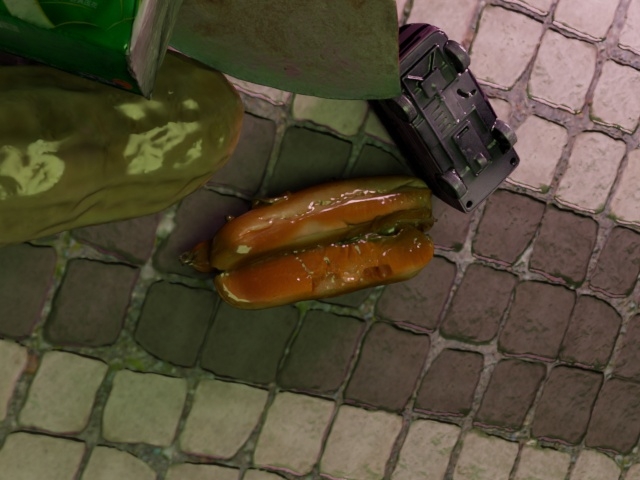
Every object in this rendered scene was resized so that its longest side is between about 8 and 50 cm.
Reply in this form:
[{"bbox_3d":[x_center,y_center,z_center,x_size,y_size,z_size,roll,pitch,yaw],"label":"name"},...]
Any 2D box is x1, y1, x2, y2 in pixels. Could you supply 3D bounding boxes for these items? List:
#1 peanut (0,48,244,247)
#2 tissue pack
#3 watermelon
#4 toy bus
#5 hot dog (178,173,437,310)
[{"bbox_3d":[-0.202,-0.075,1.157,0.313,0.152,0.152,-10,111,-30],"label":"peanut"},{"bbox_3d":[-0.202,-0.212,1.053,0.209,0.148,0.156,17,81,2],"label":"tissue pack"},{"bbox_3d":[-0.061,-0.304,1.151,0.292,0.319,0.222,92,14,-50],"label":"watermelon"},{"bbox_3d":[0.102,-0.115,1.360,0.087,0.098,0.178,-43,126,-11],"label":"toy bus"},{"bbox_3d":[0.000,0.000,1.350,0.269,0.072,0.109,-10,109,-30],"label":"hot dog"}]
